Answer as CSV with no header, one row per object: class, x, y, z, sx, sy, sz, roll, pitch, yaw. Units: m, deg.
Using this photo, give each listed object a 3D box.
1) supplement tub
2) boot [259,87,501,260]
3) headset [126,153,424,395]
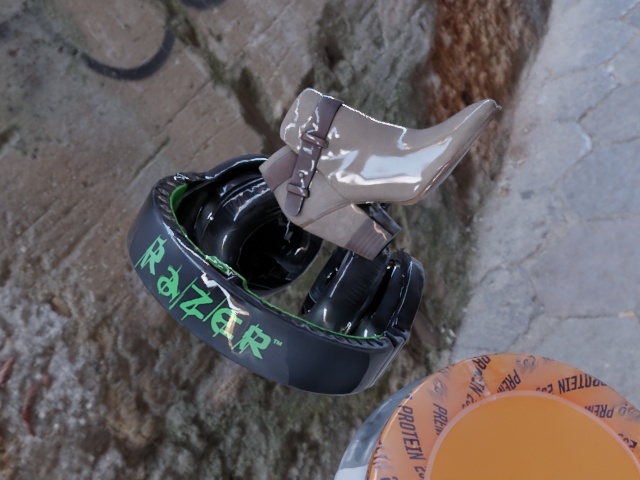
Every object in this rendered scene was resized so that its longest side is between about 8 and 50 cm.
supplement tub,0.099,0.205,0.448,0.193,0.316,0.194,-1,57,1
boot,0.023,-0.050,0.363,0.118,0.087,0.042,-50,-9,16
headset,0.000,0.000,0.647,0.185,0.243,0.394,-57,-13,16
